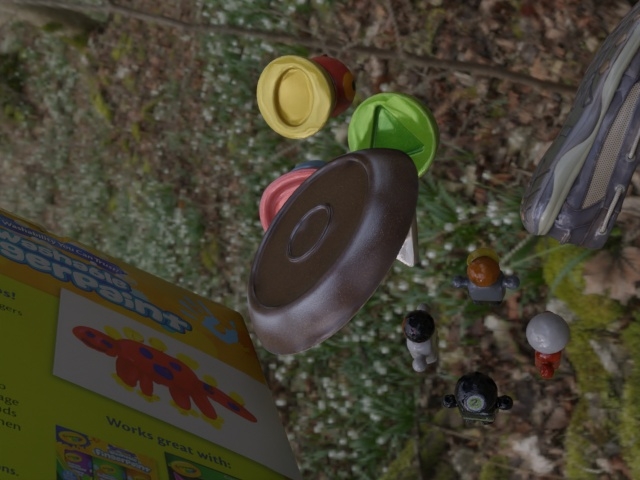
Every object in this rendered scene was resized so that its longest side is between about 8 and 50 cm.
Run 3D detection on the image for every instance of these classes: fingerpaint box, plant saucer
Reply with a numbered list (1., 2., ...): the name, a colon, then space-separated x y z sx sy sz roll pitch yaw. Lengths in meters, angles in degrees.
1. fingerpaint box: -0.239 0.116 0.622 0.163 0.445 0.371 -55 28 14
2. plant saucer: 0.000 0.000 1.233 0.311 0.050 0.310 -39 30 29

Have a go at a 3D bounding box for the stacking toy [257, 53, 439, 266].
1. stacking toy: 0.053 -0.118 1.423 0.280 0.130 0.308 14 114 23

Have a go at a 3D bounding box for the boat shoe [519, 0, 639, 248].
1. boat shoe: 0.381 -0.150 1.196 0.130 0.132 0.355 27 106 -1

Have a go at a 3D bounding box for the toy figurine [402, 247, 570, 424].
1. toy figurine: 0.237 0.143 1.407 0.213 0.148 0.209 -37 64 -4
